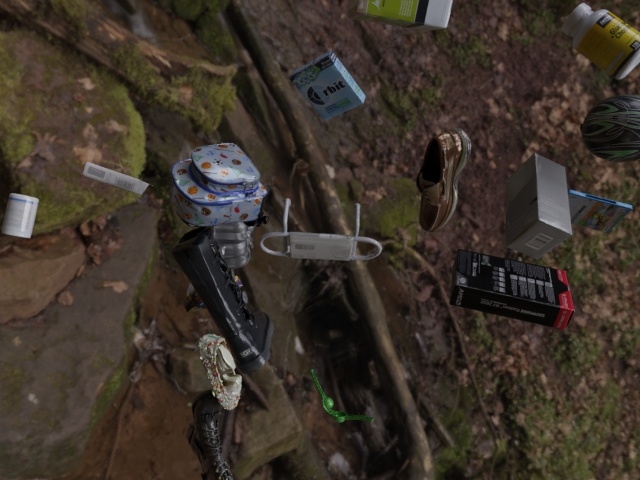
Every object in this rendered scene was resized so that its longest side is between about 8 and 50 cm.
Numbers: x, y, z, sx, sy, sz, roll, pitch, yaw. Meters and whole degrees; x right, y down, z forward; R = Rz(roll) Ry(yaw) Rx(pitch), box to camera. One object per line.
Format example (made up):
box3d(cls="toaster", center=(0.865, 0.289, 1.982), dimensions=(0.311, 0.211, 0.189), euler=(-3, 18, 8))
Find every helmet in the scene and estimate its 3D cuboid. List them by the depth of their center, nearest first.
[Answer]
box3d(cls="helmet", center=(0.709, -0.262, 1.277), dimensions=(0.169, 0.170, 0.161), euler=(62, 7, 5))

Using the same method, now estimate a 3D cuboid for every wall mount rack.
box3d(cls="wall mount rack", center=(0.000, 0.000, 1.611), dimensions=(0.304, 0.350, 0.130), euler=(94, 0, -58))

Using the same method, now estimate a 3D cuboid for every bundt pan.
box3d(cls="bundt pan", center=(-0.331, -0.036, 2.133), dimensions=(0.331, 0.124, 0.330), euler=(5, 90, -89))

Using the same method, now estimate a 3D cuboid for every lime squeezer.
box3d(cls="lime squeezer", center=(0.054, 0.638, 2.117), dimensions=(0.310, 0.109, 0.059), euler=(35, 36, 23))

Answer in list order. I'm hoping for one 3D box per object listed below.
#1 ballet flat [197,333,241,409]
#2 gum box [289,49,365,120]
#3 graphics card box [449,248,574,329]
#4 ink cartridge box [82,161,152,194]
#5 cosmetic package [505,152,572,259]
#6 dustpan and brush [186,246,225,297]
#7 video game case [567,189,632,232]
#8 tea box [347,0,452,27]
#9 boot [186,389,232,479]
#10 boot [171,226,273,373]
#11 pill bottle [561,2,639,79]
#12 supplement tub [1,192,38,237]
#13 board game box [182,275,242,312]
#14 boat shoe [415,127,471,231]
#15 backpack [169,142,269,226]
box3d(cls="ballet flat", center=(-0.255, 0.355, 1.445), dimensions=(0.091, 0.077, 0.240), euler=(-55, 131, -55))
box3d(cls="gum box", center=(0.023, -0.473, 1.678), dimensions=(0.184, 0.157, 0.041), euler=(45, 46, -33))
box3d(cls="graphics card box", center=(0.624, 0.155, 1.808), dimensions=(0.232, 0.371, 0.094), euler=(-65, 165, -55))
box3d(cls="ink cartridge box", center=(-0.692, -0.205, 1.875), dimensions=(0.181, 0.056, 0.225), euler=(19, -3, -6))
box3d(cls="cosmetic package", center=(0.535, -0.087, 1.351), dimensions=(0.107, 0.127, 0.237), euler=(21, 50, -12))
box3d(cls="dustpan and brush", center=(-0.399, 0.114, 1.999), dimensions=(0.060, 0.211, 0.147), euler=(49, 18, 21))
box3d(cls="video game case", center=(0.716, -0.076, 1.452), dimensions=(0.166, 0.119, 0.015), euler=(15, 58, 2))
box3d(cls="tea box", center=(0.281, -0.887, 1.939), dimensions=(0.324, 0.219, 0.329), euler=(9, 19, -4))
box3d(cls="boot", center=(-0.287, 0.565, 1.490), dimensions=(0.091, 0.262, 0.229), euler=(-2, 35, -31))
box3d(cls="boot", center=(-0.310, 0.156, 1.744), dimensions=(0.445, 0.146, 0.367), euler=(62, -4, -18))
box3d(cls="pill bottle", center=(0.658, -0.467, 1.263), dimensions=(0.184, 0.103, 0.103), euler=(45, 20, 16))
box3d(cls="supplement tub", center=(-0.781, -0.065, 1.416), dimensions=(0.071, 0.071, 0.107), euler=(18, 82, -57))
box3d(cls="board game box", center=(-0.381, 0.189, 1.927), dimensions=(0.170, 0.141, 0.048), euler=(-4, 58, -58))
box3d(cls="boat shoe", center=(0.326, -0.168, 1.565), dimensions=(0.117, 0.324, 0.123), euler=(-11, 35, -27))
box3d(cls="backpack", center=(-0.318, -0.160, 1.652), dimensions=(0.264, 0.213, 0.276), euler=(-21, 49, -29))
